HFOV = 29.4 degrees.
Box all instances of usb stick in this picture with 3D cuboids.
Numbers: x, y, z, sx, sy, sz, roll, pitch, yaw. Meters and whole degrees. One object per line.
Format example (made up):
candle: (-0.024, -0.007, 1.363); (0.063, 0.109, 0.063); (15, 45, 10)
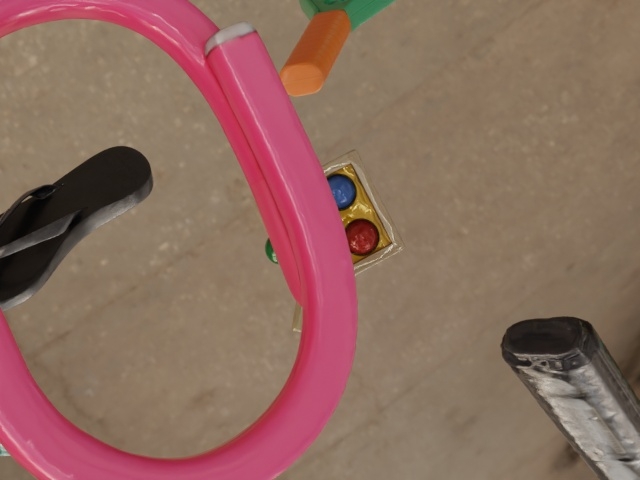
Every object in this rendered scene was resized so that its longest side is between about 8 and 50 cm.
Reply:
usb stick: (0.217, 0.133, 0.960); (0.278, 0.077, 0.045); (47, 50, -49)

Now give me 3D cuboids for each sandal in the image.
sandal: (-0.288, -0.023, 1.271); (0.254, 0.097, 0.054); (-43, 154, -24)

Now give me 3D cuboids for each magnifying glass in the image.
magnifying glass: (0.013, -0.157, 0.842); (0.092, 0.231, 0.026); (-7, 118, 19)

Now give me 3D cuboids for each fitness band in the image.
fitness band: (-0.097, -0.006, 0.617); (0.209, 0.291, 0.054); (-23, 178, -25)

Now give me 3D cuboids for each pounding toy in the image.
pounding toy: (0.000, 0.000, 1.204); (0.141, 0.130, 0.100); (-28, -176, -9)

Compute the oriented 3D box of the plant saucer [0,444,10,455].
plant saucer: (-0.274, 0.144, 0.945); (0.119, 0.021, 0.119); (2, 157, 1)
